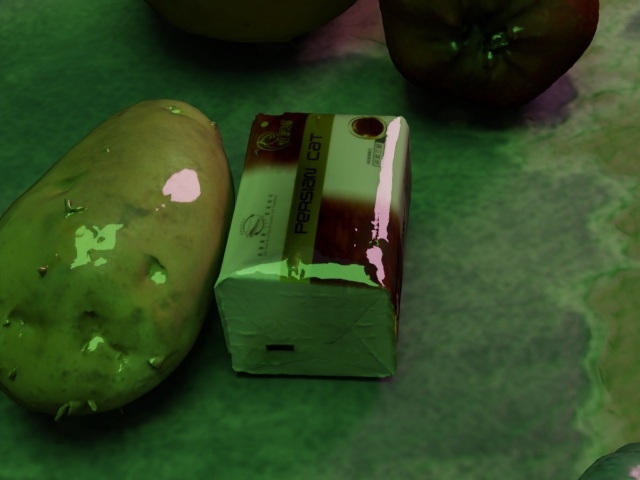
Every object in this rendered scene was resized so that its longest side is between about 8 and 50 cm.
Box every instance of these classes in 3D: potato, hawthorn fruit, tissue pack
[{"bbox_3d":[-0.126,0.000,0.802,0.161,0.128,0.234,14,54,38],"label":"potato"},{"bbox_3d":[0.120,-0.191,0.957,0.163,0.162,0.203,-1,31,6],"label":"hawthorn fruit"},{"bbox_3d":[0.000,-0.001,0.814,0.106,0.099,0.148,1,47,7],"label":"tissue pack"}]

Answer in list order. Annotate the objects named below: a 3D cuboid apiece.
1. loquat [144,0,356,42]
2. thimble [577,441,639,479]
[{"bbox_3d":[-0.055,-0.256,1.001,0.238,0.193,0.238,1,69,-3],"label":"loquat"},{"bbox_3d":[0.137,0.209,0.532,0.172,0.204,0.250,37,44,26],"label":"thimble"}]
